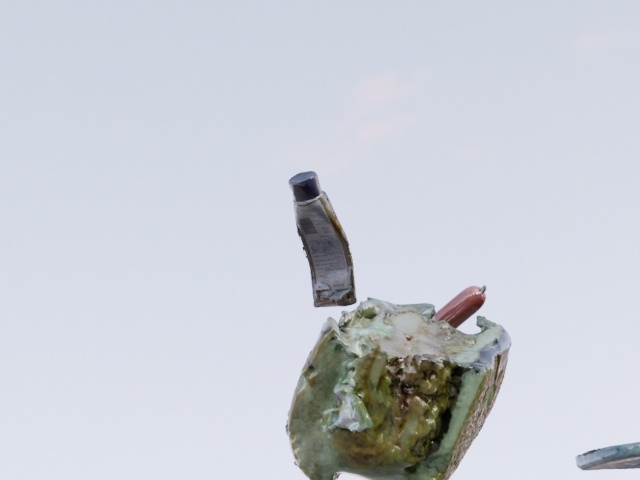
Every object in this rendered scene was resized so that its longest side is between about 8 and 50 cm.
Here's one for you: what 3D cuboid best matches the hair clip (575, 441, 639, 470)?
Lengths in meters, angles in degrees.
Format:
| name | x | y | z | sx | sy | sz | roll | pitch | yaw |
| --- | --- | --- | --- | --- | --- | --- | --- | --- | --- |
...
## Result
| name | x | y | z | sx | sy | sz | roll | pitch | yaw |
| --- | --- | --- | --- | --- | --- | --- | --- | --- | --- |
| hair clip | 0.489 | 0.278 | 1.673 | 0.392 | 0.238 | 0.318 | -13 | -11 | -37 |

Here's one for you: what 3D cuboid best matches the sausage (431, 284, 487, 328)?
| name | x | y | z | sx | sy | sz | roll | pitch | yaw |
| --- | --- | --- | --- | --- | --- | --- | --- | --- | --- |
| sausage | 0.106 | 0.118 | 1.711 | 0.029 | 0.029 | 0.223 | 17 | -50 | -45 |

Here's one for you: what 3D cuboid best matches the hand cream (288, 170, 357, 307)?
| name | x | y | z | sx | sy | sz | roll | pitch | yaw |
| --- | --- | --- | --- | --- | --- | --- | --- | --- | --- |
| hand cream | 0.000 | 0.000 | 1.802 | 0.062 | 0.163 | 0.039 | -6 | 18 | 28 |

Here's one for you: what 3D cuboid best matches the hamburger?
| name | x | y | z | sx | sy | sz | roll | pitch | yaw |
| --- | --- | --- | --- | --- | --- | --- | --- | --- | --- |
| hamburger | 0.075 | 0.160 | 1.544 | 0.192 | 0.167 | 0.288 | -67 | -13 | 12 |
